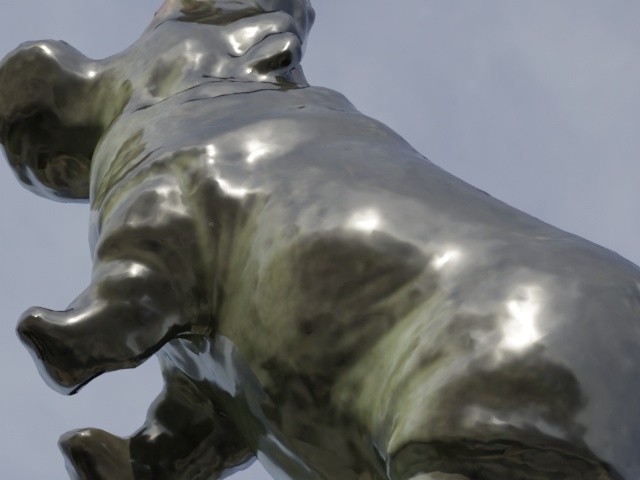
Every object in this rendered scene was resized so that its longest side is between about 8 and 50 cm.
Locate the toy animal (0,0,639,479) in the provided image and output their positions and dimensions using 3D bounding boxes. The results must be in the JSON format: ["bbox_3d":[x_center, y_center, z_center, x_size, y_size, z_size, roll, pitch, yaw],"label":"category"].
[{"bbox_3d":[-0.017,0.004,0.592,0.343,0.168,0.106,50,-20,44],"label":"toy animal"}]
